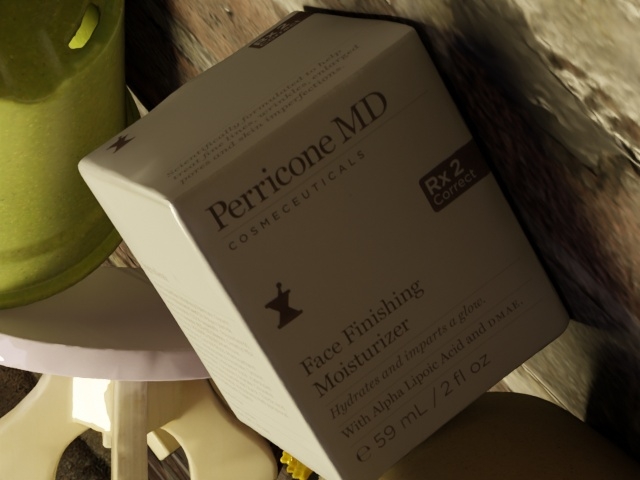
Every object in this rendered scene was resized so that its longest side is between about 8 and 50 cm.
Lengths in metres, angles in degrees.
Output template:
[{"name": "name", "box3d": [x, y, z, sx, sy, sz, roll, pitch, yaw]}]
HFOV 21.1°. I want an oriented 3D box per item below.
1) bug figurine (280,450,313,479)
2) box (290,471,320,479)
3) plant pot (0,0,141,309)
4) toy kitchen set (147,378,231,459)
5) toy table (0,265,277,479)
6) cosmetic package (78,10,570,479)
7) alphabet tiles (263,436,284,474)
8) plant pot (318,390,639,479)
[{"name": "bug figurine", "box3d": [0.019, 0.224, 1.320, 0.072, 0.279, 0.216, 14, -165, -24]}, {"name": "box", "box3d": [0.002, 0.348, 1.714, 0.163, 0.142, 0.247, 48, 164, 21]}, {"name": "plant pot", "box3d": [-0.246, -0.123, 1.253, 0.276, 0.276, 0.254, 51, 154, 12]}, {"name": "toy kitchen set", "box3d": [-0.092, 0.084, 1.573, 0.122, 0.166, 0.207, 53, 129, 4]}, {"name": "toy table", "box3d": [-0.161, 0.124, 1.383, 0.252, 0.274, 0.161, -84, 0, -71]}, {"name": "cosmetic package", "box3d": [0.000, 0.000, 0.885, 0.184, 0.151, 0.151, 59, 164, -22]}, {"name": "alphabet tiles", "box3d": [-0.080, 0.250, 1.676, 0.009, 0.198, 0.237, 21, 157, 13]}, {"name": "plant pot", "box3d": [0.086, 0.192, 0.905, 0.284, 0.284, 0.191, 81, 177, -61]}]
